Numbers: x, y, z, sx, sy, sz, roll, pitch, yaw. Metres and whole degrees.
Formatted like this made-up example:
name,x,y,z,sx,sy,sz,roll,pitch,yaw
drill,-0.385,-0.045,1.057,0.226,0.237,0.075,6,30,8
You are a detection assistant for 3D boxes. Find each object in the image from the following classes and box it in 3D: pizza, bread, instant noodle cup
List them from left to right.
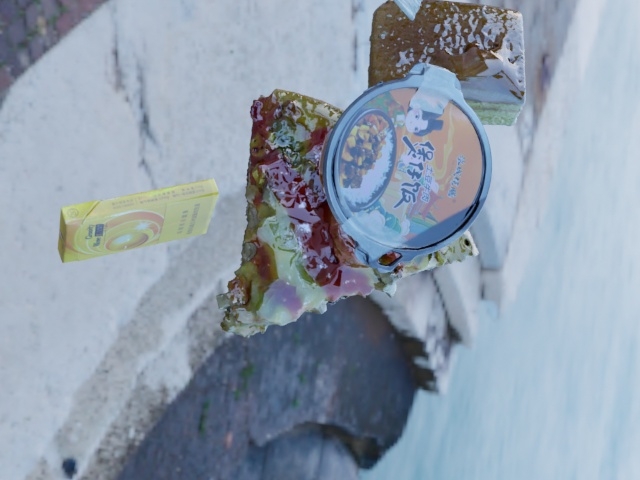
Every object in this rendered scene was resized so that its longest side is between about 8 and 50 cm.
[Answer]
name,x,y,z,sx,sy,sz,roll,pitch,yaw
pizza,0.000,0.000,1.744,0.406,0.440,0.130,-54,180,-14
instant noodle cup,0.074,-0.075,1.150,0.208,0.178,0.125,-58,-164,-5
bread,0.190,-0.274,1.677,0.110,0.234,0.184,87,6,-62

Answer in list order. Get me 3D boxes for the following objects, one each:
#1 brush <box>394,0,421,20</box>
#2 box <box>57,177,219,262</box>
name,x,y,z,sx,sy,sz,roll,pitch,yaw
brush,0.056,-0.394,1.361,0.272,0.013,0.103,40,63,-37
box,-0.318,-0.033,1.921,0.152,0.269,0.043,115,-43,-58
